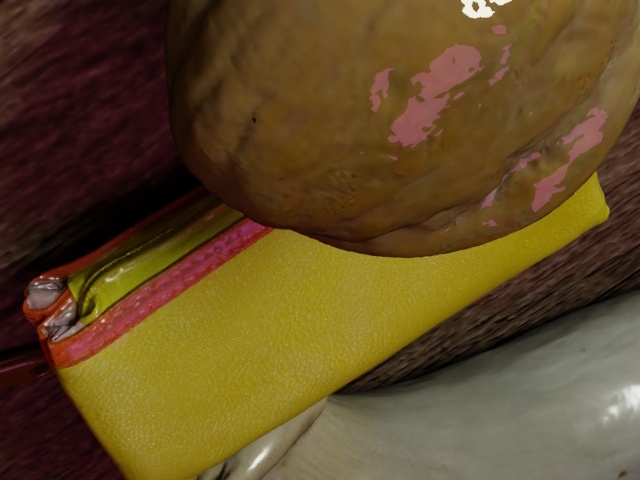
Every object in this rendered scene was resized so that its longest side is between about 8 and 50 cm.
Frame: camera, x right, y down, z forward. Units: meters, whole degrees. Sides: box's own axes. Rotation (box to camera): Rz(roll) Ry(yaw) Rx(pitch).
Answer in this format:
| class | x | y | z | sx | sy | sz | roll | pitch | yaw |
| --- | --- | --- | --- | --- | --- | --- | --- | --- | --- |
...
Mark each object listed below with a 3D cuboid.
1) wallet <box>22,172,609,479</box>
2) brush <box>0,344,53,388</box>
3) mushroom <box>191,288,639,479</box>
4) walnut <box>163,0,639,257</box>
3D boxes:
| class | x | y | z | sx | sy | sz | roll | pitch | yaw |
| --- | --- | --- | --- | --- | --- | --- | --- | --- | --- |
| wallet | 0.000 | 0.000 | 0.778 | 0.241 | 0.067 | 0.141 | -30 | 148 | -4 |
| brush | -0.183 | 0.068 | 0.778 | 0.170 | 0.014 | 0.043 | -15 | 149 | -25 |
| mushroom | 0.089 | 0.103 | 0.963 | 0.397 | 0.126 | 0.177 | -13 | 140 | -24 |
| walnut | 0.028 | -0.069 | 0.592 | 0.166 | 0.149 | 0.166 | -44 | 175 | -4 |
